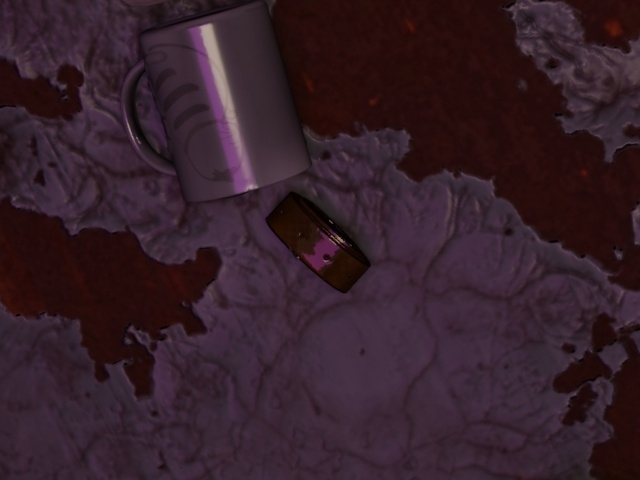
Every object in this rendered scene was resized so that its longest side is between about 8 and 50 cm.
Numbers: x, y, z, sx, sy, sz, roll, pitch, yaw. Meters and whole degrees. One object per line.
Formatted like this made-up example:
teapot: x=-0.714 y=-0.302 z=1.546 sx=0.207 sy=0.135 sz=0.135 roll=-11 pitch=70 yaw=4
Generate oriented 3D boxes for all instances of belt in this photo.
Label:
belt: x=0.000 y=0.000 z=1.423 sx=0.083 sy=0.059 sz=0.036 roll=44 pitch=102 yaw=7

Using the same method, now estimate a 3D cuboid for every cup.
cup: x=-0.087 y=-0.097 z=1.390 sx=0.136 sy=0.099 sz=0.133 roll=-14 pitch=101 yaw=7

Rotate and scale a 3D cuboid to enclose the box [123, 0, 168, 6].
box: x=-0.027 y=-0.267 z=1.377 sx=0.285 sy=0.044 sz=0.142 roll=-12 pitch=103 yaw=8
